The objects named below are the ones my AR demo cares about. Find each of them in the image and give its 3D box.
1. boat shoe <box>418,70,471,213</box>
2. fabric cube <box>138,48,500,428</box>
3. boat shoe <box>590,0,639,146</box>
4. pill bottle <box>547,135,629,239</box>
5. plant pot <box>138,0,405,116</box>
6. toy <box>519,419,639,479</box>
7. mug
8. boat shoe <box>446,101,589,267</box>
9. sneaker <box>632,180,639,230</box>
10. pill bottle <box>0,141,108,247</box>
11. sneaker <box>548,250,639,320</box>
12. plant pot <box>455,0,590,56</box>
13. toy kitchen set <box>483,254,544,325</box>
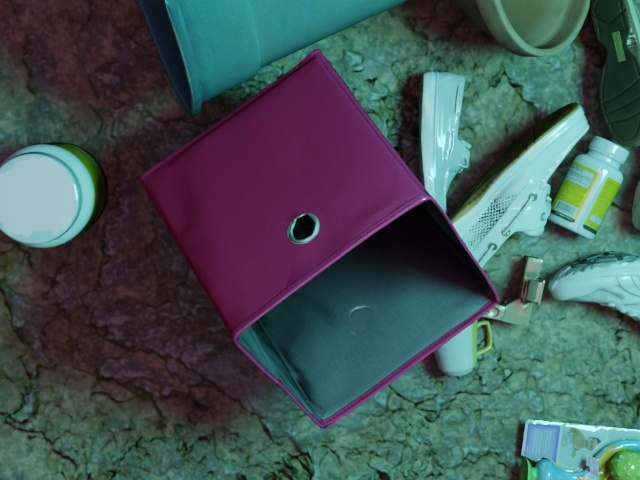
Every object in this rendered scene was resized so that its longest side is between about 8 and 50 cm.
[{"bbox_3d":[0.151,-0.112,1.816,0.063,0.066,0.184,0,85,-1],"label":"boat shoe"},{"bbox_3d":[0.000,0.000,1.669,0.254,0.259,0.258,-35,53,2],"label":"fabric cube"},{"bbox_3d":[0.374,-0.207,1.805,0.068,0.072,0.190,-4,92,35],"label":"boat shoe"},{"bbox_3d":[0.325,-0.064,1.819,0.065,0.065,0.116,27,94,-3],"label":"pill bottle"},{"bbox_3d":[-0.047,-0.355,1.672,0.334,0.341,0.341,-21,95,-8],"label":"plant pot"},{"bbox_3d":[0.363,0.302,1.854,0.237,0.056,0.137,6,96,-2],"label":"toy"},{"bbox_3d":[0.171,0.129,1.834,0.078,0.062,0.064,-8,103,6],"label":"mug"},{"bbox_3d":[0.232,-0.044,1.806,0.096,0.098,0.277,43,102,-5],"label":"boat shoe"},{"bbox_3d":[0.473,-0.111,1.806,0.153,0.094,0.235,9,94,-4],"label":"sneaker"},{"bbox_3d":[-0.313,-0.053,1.730,0.119,0.208,0.119,0,94,-2],"label":"pill bottle"},{"bbox_3d":[0.392,0.070,1.822,0.232,0.090,0.115,-4,98,0],"label":"sneaker"},{"bbox_3d":[0.215,-0.330,1.747,0.110,0.237,0.237,3,96,38],"label":"plant pot"},{"bbox_3d":[0.227,0.057,1.824,0.075,0.068,0.083,12,94,-2],"label":"toy kitchen set"}]
